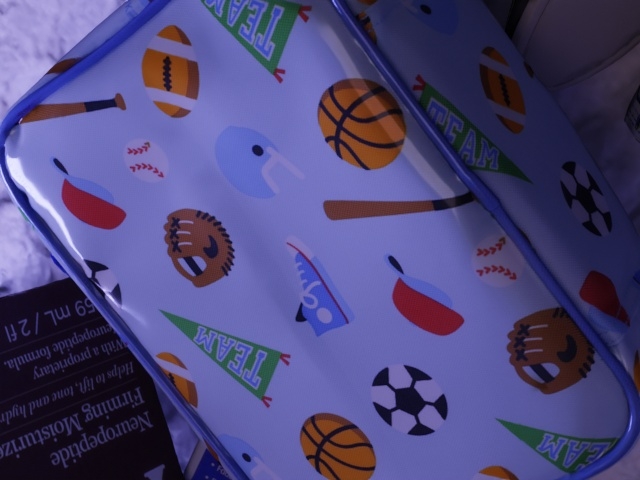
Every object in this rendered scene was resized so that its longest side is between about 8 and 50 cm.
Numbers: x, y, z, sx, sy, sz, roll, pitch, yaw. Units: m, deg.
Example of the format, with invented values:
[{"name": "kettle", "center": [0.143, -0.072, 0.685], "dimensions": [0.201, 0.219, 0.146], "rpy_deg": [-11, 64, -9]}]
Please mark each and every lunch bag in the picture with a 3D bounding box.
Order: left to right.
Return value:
[{"name": "lunch bag", "center": [0.000, 0.000, 0.704], "dimensions": [0.243, 0.115, 0.303], "rpy_deg": [-32, 97, 36]}]

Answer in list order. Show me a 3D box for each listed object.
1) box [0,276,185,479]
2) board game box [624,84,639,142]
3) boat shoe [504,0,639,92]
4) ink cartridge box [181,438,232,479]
[{"name": "box", "center": [-0.193, 0.141, 0.856], "dimensions": [0.167, 0.168, 0.203], "rpy_deg": [-17, 92, 40]}, {"name": "board game box", "center": [0.239, -0.044, 0.676], "dimensions": [0.194, 0.060, 0.194], "rpy_deg": [29, 121, 9]}, {"name": "boat shoe", "center": [0.136, -0.157, 0.681], "dimensions": [0.206, 0.075, 0.065], "rpy_deg": [-62, 39, 38]}, {"name": "ink cartridge box", "center": [-0.008, 0.193, 0.898], "dimensions": [0.175, 0.069, 0.371], "rpy_deg": [31, 125, 9]}]
